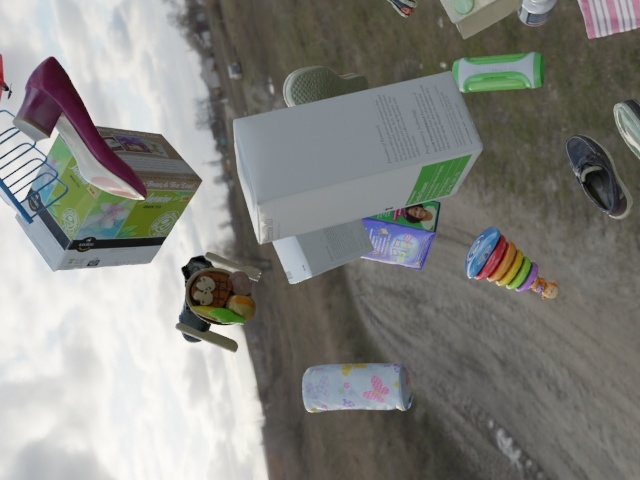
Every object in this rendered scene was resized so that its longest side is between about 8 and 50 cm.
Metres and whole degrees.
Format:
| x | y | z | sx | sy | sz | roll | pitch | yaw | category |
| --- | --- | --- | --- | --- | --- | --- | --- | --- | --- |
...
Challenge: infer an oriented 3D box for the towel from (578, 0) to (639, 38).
| x | y | z | sx | sy | sz | roll | pitch | yaw | category |
| --- | --- | --- | --- | --- | --- | --- | --- | --- | --- |
| 0.656 | -0.518 | 1.507 | 0.197 | 0.029 | 0.144 | -2 | 129 | 44 | towel |

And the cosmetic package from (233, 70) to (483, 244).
| x | y | z | sx | sy | sz | roll | pitch | yaw | category |
| --- | --- | --- | --- | --- | --- | --- | --- | --- | --- |
| 0.051 | -0.133 | 1.155 | 0.197 | 0.366 | 0.155 | 96 | 157 | -71 | cosmetic package |

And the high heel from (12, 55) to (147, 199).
| x | y | z | sx | sy | sz | roll | pitch | yaw | category |
| --- | --- | --- | --- | --- | --- | --- | --- | --- | --- |
| -0.336 | -0.158 | 1.044 | 0.244 | 0.082 | 0.117 | 38 | -121 | -41 | high heel |

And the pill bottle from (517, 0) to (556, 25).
| x | y | z | sx | sy | sz | roll | pitch | yaw | category |
| --- | --- | --- | --- | --- | --- | --- | --- | --- | --- |
| 0.634 | -0.703 | 2.040 | 0.180 | 0.108 | 0.108 | 3 | -105 | -78 | pill bottle |

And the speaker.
| x | y | z | sx | sy | sz | roll | pitch | yaw | category |
| --- | --- | --- | --- | --- | --- | --- | --- | --- | --- |
| 0.614 | -0.580 | 2.421 | 0.131 | 0.296 | 0.131 | 2 | -90 | -65 | speaker |

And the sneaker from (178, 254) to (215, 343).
| x | y | z | sx | sy | sz | roll | pitch | yaw | category |
| --- | --- | --- | --- | --- | --- | --- | --- | --- | --- |
| -0.311 | 0.134 | 1.734 | 0.130 | 0.087 | 0.227 | 82 | -167 | -59 | sneaker |

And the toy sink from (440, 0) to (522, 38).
| x | y | z | sx | sy | sz | roll | pitch | yaw | category |
| --- | --- | --- | --- | --- | --- | --- | --- | --- | --- |
| 0.256 | -0.458 | 1.199 | 0.152 | 0.131 | 0.234 | 63 | -165 | 1 | toy sink |

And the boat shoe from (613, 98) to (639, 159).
| x | y | z | sx | sy | sz | roll | pitch | yaw | category |
| --- | --- | --- | --- | --- | --- | --- | --- | --- | --- |
| 0.634 | -0.173 | 1.306 | 0.227 | 0.069 | 0.081 | 56 | -179 | -2 | boat shoe |

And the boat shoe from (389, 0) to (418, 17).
| x | y | z | sx | sy | sz | roll | pitch | yaw | category |
| --- | --- | --- | --- | --- | --- | --- | --- | --- | --- |
| 0.173 | -0.594 | 1.673 | 0.043 | 0.137 | 0.049 | -40 | 12 | 45 | boat shoe |

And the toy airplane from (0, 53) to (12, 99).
| x | y | z | sx | sy | sz | roll | pitch | yaw | category |
| --- | --- | --- | --- | --- | --- | --- | --- | --- | --- |
| -0.724 | -0.362 | 1.506 | 0.028 | 0.151 | 0.151 | -51 | -35 | -42 | toy airplane |

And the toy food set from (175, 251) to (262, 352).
| x | y | z | sx | sy | sz | roll | pitch | yaw | category |
| --- | --- | --- | --- | --- | --- | --- | --- | --- | --- |
| -0.175 | 0.096 | 1.250 | 0.038 | 0.132 | 0.192 | 121 | 167 | -45 | toy food set |

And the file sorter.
| x | y | z | sx | sy | sz | roll | pitch | yaw | category |
| --- | --- | --- | --- | --- | --- | --- | --- | --- | --- |
| -0.570 | -0.140 | 1.308 | 0.118 | 0.104 | 0.170 | 31 | 153 | 39 | file sorter |

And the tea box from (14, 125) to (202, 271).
| x | y | z | sx | sy | sz | roll | pitch | yaw | category |
| --- | --- | --- | --- | --- | --- | --- | --- | --- | --- |
| -0.554 | -0.111 | 1.848 | 0.220 | 0.323 | 0.329 | 46 | -155 | 22 | tea box |

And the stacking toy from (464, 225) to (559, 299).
| x | y | z | sx | sy | sz | roll | pitch | yaw | category |
| --- | --- | --- | --- | --- | --- | --- | --- | --- | --- |
| 0.614 | 0.100 | 2.193 | 0.175 | 0.302 | 0.166 | -60 | 1 | 10 | stacking toy |

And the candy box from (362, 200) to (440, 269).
| x | y | z | sx | sy | sz | roll | pitch | yaw | category |
| --- | --- | --- | --- | --- | --- | --- | --- | --- | --- |
| 0.193 | -0.042 | 2.206 | 0.268 | 0.317 | 0.122 | 96 | -174 | -62 | candy box |

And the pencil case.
| x | y | z | sx | sy | sz | roll | pitch | yaw | category |
| --- | --- | --- | --- | --- | --- | --- | --- | --- | --- |
| 0.090 | 0.372 | 1.753 | 0.113 | 0.273 | 0.124 | -33 | -65 | -69 | pencil case |

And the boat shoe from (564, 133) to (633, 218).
| x | y | z | sx | sy | sz | roll | pitch | yaw | category |
| --- | --- | --- | --- | --- | --- | --- | --- | --- | --- |
| 0.759 | -0.186 | 1.938 | 0.103 | 0.092 | 0.285 | -40 | 57 | 34 | boat shoe |

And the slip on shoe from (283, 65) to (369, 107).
| x | y | z | sx | sy | sz | roll | pitch | yaw | category |
| --- | --- | --- | --- | --- | --- | --- | --- | --- | --- |
| 0.002 | -0.332 | 1.589 | 0.331 | 0.101 | 0.123 | -24 | -64 | -59 | slip on shoe |

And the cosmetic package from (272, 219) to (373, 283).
| x | y | z | sx | sy | sz | roll | pitch | yaw | category |
| --- | --- | --- | --- | --- | --- | --- | --- | --- | --- |
| 0.000 | 0.000 | 1.722 | 0.151 | 0.184 | 0.151 | 68 | 155 | 3 | cosmetic package |
